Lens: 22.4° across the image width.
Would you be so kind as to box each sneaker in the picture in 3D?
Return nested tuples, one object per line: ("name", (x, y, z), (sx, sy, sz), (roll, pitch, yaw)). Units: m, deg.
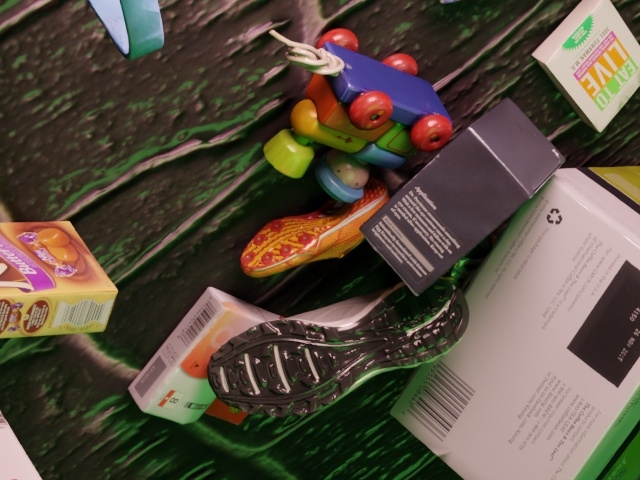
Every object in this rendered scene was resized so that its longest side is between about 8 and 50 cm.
("sneaker", (0.127, 0.045, 1.748), (0.083, 0.084, 0.215), (-33, 145, -44))
("sneaker", (0.017, 0.111, 1.659), (0.271, 0.108, 0.100), (-16, 91, -7))
("sneaker", (0.000, 0.000, 1.638), (0.175, 0.064, 0.067), (-25, 134, -18))

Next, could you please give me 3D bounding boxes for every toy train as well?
("toy train", (-0.004, -0.117, 1.514), (0.248, 0.105, 0.143), (15, 128, -45))

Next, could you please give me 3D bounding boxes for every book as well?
("book", (0.292, -0.192, 1.724), (0.096, 0.035, 0.144), (-48, 138, 2))

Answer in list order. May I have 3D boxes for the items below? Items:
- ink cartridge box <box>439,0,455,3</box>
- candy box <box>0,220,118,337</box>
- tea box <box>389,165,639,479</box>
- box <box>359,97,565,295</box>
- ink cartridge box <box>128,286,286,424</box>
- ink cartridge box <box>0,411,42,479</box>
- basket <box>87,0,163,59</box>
("ink cartridge box", (0.203, -0.347, 1.501), (0.223, 0.045, 0.224), (-18, 136, -24))
("candy box", (-0.285, 0.034, 1.412), (0.186, 0.109, 0.053), (-4, 128, -37))
("tea box", (0.304, 0.110, 1.793), (0.323, 0.220, 0.329), (-4, 129, -58))
("box", (0.142, -0.046, 1.593), (0.158, 0.093, 0.156), (-42, 178, 25))
("ink cartridge box", (-0.095, 0.137, 1.704), (0.179, 0.045, 0.145), (27, 107, -45))
("ink cartridge box", (-0.342, 0.214, 1.455), (0.148, 0.203, 0.086), (-26, 137, -17))
("basket", (-0.183, -0.285, 1.065), (0.201, 0.289, 0.255), (-24, 136, -19))
